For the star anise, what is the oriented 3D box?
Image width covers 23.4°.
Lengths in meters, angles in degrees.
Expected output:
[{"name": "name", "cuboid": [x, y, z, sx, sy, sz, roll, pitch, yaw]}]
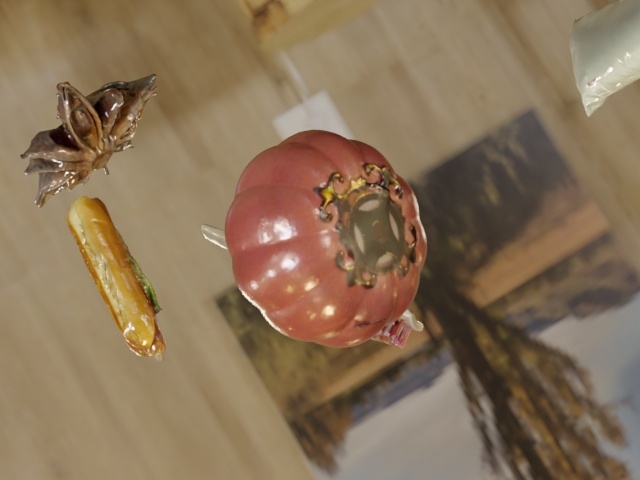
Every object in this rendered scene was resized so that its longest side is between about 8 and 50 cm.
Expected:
[{"name": "star anise", "cuboid": [-0.190, -0.073, 1.194, 0.124, 0.056, 0.129, -15, 145, -55]}]

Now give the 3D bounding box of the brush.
[{"name": "brush", "cuboid": [-0.020, 0.057, 1.952, 0.050, 0.321, 0.060, -61, 153, -9]}]

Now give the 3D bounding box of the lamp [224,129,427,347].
[{"name": "lamp", "cuboid": [0.000, 0.000, 1.277, 0.140, 0.182, 0.182, -17, -173, 46]}]

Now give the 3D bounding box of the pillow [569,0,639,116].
[{"name": "pillow", "cuboid": [0.385, -0.261, 1.799, 0.254, 0.078, 0.144, -36, -142, 47]}]

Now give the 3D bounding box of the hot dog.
[{"name": "hot dog", "cuboid": [-0.251, 0.050, 1.942, 0.062, 0.236, 0.092, -25, 166, -11]}]
